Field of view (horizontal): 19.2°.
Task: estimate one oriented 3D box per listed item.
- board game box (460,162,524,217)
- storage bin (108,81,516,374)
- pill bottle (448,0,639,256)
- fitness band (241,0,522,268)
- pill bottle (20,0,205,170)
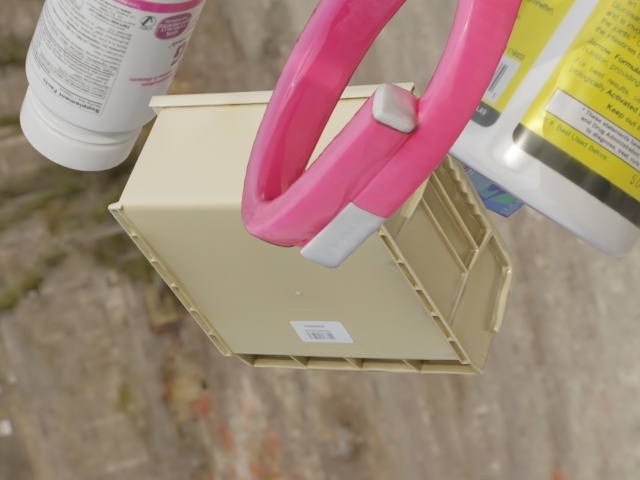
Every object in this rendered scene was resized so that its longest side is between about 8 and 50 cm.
[{"bbox_3d":[0.190,-0.104,1.889,0.210,0.160,0.047,19,-142,-57],"label":"board game box"},{"bbox_3d":[0.000,0.000,1.637,0.260,0.262,0.123,55,-135,-42],"label":"storage bin"},{"bbox_3d":[0.240,-0.171,1.424,0.188,0.334,0.188,33,-176,-3],"label":"pill bottle"},{"bbox_3d":[0.033,-0.107,1.136,0.291,0.054,0.209,-45,29,51],"label":"fitness band"},{"bbox_3d":[-0.228,-0.219,2.060,0.283,0.160,0.160,-62,39,42],"label":"pill bottle"}]
